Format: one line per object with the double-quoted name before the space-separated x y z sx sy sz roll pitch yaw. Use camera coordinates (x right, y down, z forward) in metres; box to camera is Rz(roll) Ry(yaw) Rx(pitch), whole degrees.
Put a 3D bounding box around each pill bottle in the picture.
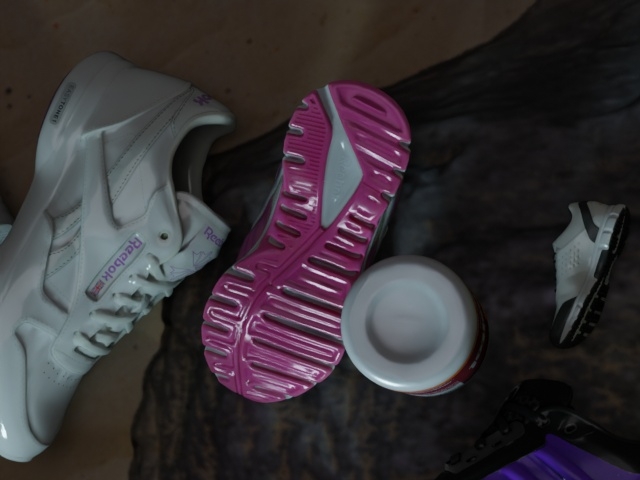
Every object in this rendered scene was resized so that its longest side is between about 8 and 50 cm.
"pill bottle" 0.067 0.060 0.888 0.086 0.152 0.086 -2 82 11

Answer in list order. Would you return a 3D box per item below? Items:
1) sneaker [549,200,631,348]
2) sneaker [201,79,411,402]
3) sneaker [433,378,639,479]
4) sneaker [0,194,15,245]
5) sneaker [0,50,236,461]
"sneaker" 0.179 0.023 0.934 0.043 0.040 0.109 18 82 30
"sneaker" 0.000 0.000 0.942 0.103 0.111 0.252 28 110 3
"sneaker" 0.126 0.169 0.896 0.293 0.102 0.146 -7 74 7
"sneaker" -0.392 -0.005 1.024 0.292 0.108 0.169 -29 76 -3
"sneaker" -0.155 0.018 0.959 0.152 0.114 0.305 17 86 15
